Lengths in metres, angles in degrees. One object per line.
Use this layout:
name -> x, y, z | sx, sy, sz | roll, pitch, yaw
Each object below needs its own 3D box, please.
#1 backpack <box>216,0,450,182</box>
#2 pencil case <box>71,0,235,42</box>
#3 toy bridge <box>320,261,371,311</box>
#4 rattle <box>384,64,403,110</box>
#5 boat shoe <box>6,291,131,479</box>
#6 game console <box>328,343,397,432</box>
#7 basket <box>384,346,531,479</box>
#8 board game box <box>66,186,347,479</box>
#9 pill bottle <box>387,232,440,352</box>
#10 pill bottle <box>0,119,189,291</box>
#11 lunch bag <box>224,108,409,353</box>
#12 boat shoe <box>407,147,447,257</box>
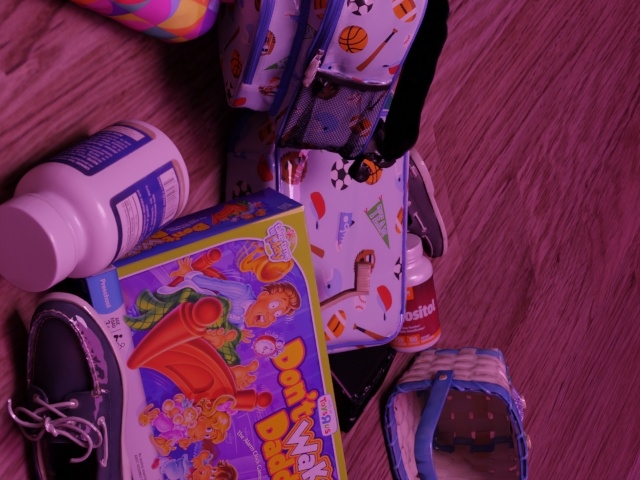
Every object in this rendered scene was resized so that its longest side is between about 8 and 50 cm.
backpack -> 0.009, -0.250, 1.375 | 0.213, 0.263, 0.276 | 9, 44, -27
pencil case -> -0.185, -0.257, 1.246 | 0.236, 0.104, 0.104 | 9, 87, -59
toy bridge -> -0.040, 0.053, 1.430 | 0.026, 0.188, 0.063 | -132, -137, -77
rattle -> 0.057, -0.243, 1.703 | 0.143, 0.130, 0.200 | -14, 134, -48
boat shoe -> -0.236, 0.173, 1.237 | 0.079, 0.095, 0.254 | -53, 148, -59
game console -> 0.046, 0.181, 1.803 | 0.122, 0.071, 0.107 | -49, 165, -44
basket -> 0.191, 0.295, 1.882 | 0.289, 0.201, 0.255 | -61, 145, -51
board game box -> -0.109, 0.146, 1.354 | 0.233, 0.078, 0.347 | -20, 115, -23
pill bottle -> 0.117, 0.072, 1.834 | 0.086, 0.086, 0.152 | -42, 129, -50
pill bottle -> -0.215, -0.030, 1.215 | 0.186, 0.112, 0.112 | -39, 128, -51
lunch bag -> 0.004, -0.009, 1.552 | 0.243, 0.115, 0.303 | -5, 101, -44
boat shoe -> 0.131, -0.044, 1.888 | 0.065, 0.075, 0.206 | -26, 135, -6
